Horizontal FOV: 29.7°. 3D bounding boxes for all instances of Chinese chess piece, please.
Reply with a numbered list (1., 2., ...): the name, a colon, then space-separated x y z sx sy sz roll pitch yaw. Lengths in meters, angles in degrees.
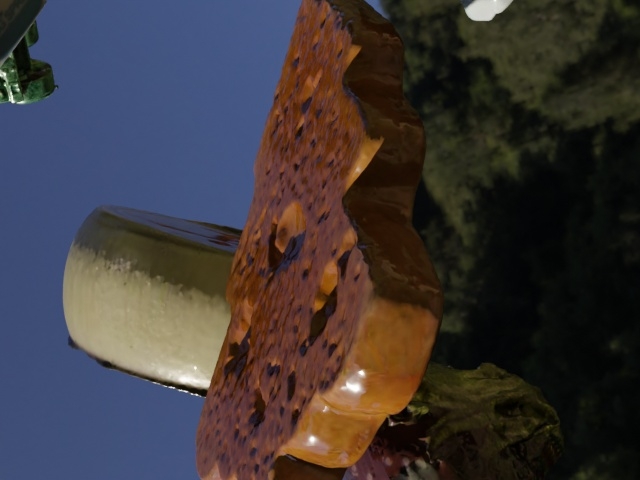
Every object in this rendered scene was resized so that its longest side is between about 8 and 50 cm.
1. Chinese chess piece: -0.065 0.046 0.894 0.249 0.249 0.103 6 -82 -56

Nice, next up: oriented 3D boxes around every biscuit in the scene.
1. biscuit: 0.000 0.000 0.621 0.043 0.284 0.306 12 -112 -16

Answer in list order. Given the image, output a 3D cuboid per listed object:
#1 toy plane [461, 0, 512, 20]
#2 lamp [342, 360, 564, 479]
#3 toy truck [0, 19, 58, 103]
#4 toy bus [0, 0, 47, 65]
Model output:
1. toy plane: 0.128 -0.251 0.703 0.118 0.252 0.252 23 -124 -37
2. lamp: 0.087 0.143 0.763 0.156 0.135 0.157 58 171 -1
3. toy truck: -0.320 -0.206 1.069 0.259 0.135 0.128 -128 27 -52
4. toy bus: -0.278 -0.199 0.636 0.106 0.131 0.297 -59 -38 -19
